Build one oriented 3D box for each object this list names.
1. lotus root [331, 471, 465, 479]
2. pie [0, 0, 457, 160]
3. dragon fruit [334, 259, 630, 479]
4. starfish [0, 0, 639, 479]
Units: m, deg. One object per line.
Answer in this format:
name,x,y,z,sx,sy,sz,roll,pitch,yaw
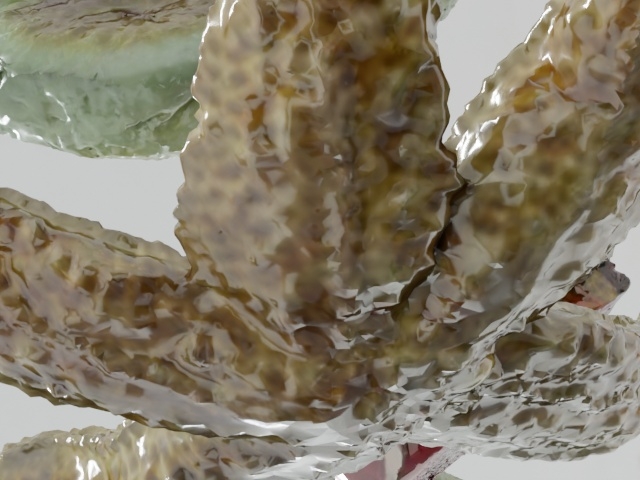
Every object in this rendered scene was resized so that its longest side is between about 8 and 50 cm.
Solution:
lotus root,0.052,0.214,1.331,0.143,0.070,0.144,-47,-52,-5
pie,-0.052,-0.143,0.875,0.302,0.302,0.067,-29,-51,-12
dragon fruit,0.060,0.060,1.102,0.163,0.189,0.262,29,-39,-8
starfish,0.003,0.009,0.509,0.327,0.094,0.375,23,-48,-39
